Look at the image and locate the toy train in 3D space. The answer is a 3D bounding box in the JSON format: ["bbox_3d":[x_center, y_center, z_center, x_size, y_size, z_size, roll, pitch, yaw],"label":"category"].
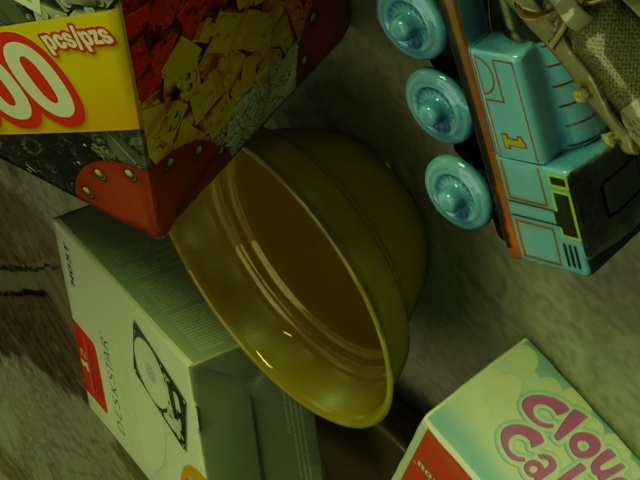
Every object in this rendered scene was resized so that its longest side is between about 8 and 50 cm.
[{"bbox_3d":[0.097,-0.073,0.941,0.105,0.080,0.184,14,132,43],"label":"toy train"}]

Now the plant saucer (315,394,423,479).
[{"bbox_3d":[0.056,0.201,1.403,0.278,0.041,0.278,40,152,27],"label":"plant saucer"}]

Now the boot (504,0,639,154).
[{"bbox_3d":[0.091,-0.105,0.772,0.077,0.213,0.165,-32,95,32],"label":"boot"}]

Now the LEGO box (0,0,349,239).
[{"bbox_3d":[-0.243,-0.273,1.015,0.500,0.193,0.372,26,147,23],"label":"LEGO box"}]

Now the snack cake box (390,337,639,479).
[{"bbox_3d":[0.161,0.205,1.160,0.264,0.089,0.152,48,157,15],"label":"snack cake box"}]

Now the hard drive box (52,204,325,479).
[{"bbox_3d":[-0.094,0.092,1.403,0.232,0.089,0.181,41,145,51],"label":"hard drive box"}]

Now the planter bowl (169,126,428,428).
[{"bbox_3d":[0.000,0.000,1.185,0.217,0.090,0.217,40,151,28],"label":"planter bowl"}]
